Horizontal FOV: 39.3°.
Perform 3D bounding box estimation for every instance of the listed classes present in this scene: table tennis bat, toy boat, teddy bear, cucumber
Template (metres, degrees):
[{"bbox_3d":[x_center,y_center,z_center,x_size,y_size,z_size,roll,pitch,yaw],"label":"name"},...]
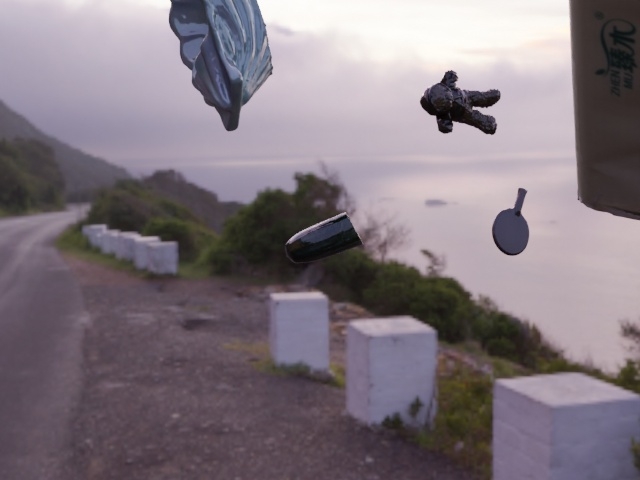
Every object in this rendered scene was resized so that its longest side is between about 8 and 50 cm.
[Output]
[{"bbox_3d":[0.480,-0.051,2.072,0.107,0.170,0.119,26,-18,-23],"label":"table tennis bat"},{"bbox_3d":[-0.137,-0.285,1.176,0.100,0.290,0.199,-15,-26,-14],"label":"toy boat"},{"bbox_3d":[0.255,-0.255,1.684,0.160,0.120,0.078,8,0,-26],"label":"teddy bear"},{"bbox_3d":[0.000,0.000,1.163,0.105,0.048,0.048,-20,2,11],"label":"cucumber"}]

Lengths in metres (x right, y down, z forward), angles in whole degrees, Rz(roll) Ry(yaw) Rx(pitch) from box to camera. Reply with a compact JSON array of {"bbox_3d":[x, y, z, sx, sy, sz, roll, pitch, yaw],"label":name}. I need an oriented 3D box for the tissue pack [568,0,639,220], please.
[{"bbox_3d":[0.317,-0.228,0.674,0.207,0.380,0.297,16,57,30],"label":"tissue pack"}]
